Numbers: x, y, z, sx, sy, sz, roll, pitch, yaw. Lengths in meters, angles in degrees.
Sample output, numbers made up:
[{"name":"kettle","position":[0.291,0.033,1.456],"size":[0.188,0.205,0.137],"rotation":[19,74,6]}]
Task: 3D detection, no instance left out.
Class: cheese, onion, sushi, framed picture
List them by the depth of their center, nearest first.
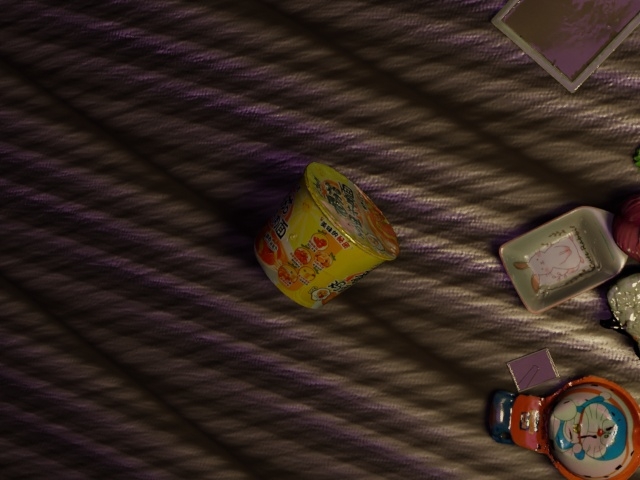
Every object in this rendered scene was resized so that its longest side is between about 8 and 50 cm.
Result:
[{"name":"onion","position":[0.651,-0.005,1.754],"size":[0.230,0.230,0.163],"rotation":[10,121,19]},{"name":"sushi","position":[0.615,0.158,1.792],"size":[0.147,0.115,0.212],"rotation":[-36,84,12]},{"name":"cheese","position":[0.480,0.362,1.838],"size":[0.329,0.129,0.216],"rotation":[5,86,37]},{"name":"framed picture","position":[0.517,-0.471,1.884],"size":[0.231,0.018,0.293],"rotation":[46,104,14]},{"name":"framed picture","position":[0.427,0.260,1.918],"size":[0.089,0.007,0.066],"rotation":[-25,82,18]}]

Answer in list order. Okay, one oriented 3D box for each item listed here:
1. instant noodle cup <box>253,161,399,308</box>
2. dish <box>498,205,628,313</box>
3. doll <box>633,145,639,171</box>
[{"name":"instant noodle cup","position":[0.000,0.000,1.947],"size":[0.200,0.264,0.264],"rotation":[-43,77,21]},{"name":"dish","position":[0.484,0.031,1.868],"size":[0.234,0.064,0.154],"rotation":[-28,81,18]},{"name":"doll","position":[0.691,-0.166,1.804],"size":[0.190,0.050,0.115],"rotation":[-13,62,20]}]
